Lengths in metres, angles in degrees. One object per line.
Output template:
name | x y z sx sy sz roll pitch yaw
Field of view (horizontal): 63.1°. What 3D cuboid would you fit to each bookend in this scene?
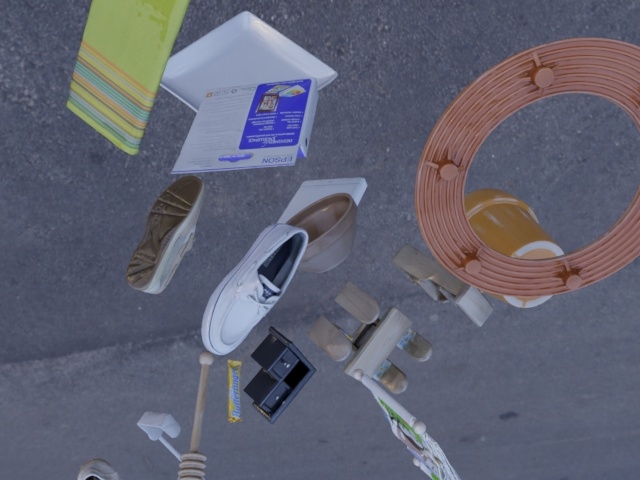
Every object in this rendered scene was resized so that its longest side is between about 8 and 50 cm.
bookend | -0.106 0.296 1.142 0.156 0.072 0.157 -48 142 -16

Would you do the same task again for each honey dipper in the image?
honey dipper | -0.142 0.205 0.605 0.030 0.161 0.031 -1 142 -1

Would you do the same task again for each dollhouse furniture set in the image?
dollhouse furniture set | 0.147 0.152 0.893 0.242 0.161 0.212 -52 134 -3

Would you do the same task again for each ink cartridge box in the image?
ink cartridge box | -0.116 -0.176 0.845 0.206 0.208 0.045 -1 142 15

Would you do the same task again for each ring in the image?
ring | 0.282 -0.064 0.625 0.336 0.032 0.337 -1 119 -1

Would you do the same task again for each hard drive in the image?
hard drive | -0.020 -0.065 1.599 0.232 0.353 0.047 1 134 30

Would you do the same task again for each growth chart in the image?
growth chart | 0.139 0.293 0.761 0.021 0.172 0.237 -39 116 -15

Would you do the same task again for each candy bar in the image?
candy bar | -0.223 0.391 1.355 0.040 0.162 0.018 16 144 -33

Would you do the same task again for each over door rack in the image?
over door rack | -0.234 0.414 0.703 0.108 0.240 0.325 2 130 28

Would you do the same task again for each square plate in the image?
square plate | -0.193 -0.411 1.323 0.347 0.344 0.049 40 156 17

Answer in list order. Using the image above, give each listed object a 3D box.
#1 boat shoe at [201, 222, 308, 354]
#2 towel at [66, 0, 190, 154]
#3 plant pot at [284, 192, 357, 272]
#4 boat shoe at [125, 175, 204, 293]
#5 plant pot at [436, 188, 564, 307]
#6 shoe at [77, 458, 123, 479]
boat shoe | -0.108 0.078 0.884 0.095 0.258 0.084 39 159 -33
towel | -0.199 -0.210 0.546 0.102 0.021 0.237 37 123 4
plant pot | 0.000 0.000 1.232 0.237 0.237 0.110 -26 112 24
boat shoe | -0.360 -0.013 1.269 0.109 0.303 0.098 20 170 24
plant pot | 0.346 0.025 0.974 0.204 0.188 0.205 -5 112 -12
shoe | -0.300 0.435 0.794 0.219 0.076 0.058 56 150 -3
